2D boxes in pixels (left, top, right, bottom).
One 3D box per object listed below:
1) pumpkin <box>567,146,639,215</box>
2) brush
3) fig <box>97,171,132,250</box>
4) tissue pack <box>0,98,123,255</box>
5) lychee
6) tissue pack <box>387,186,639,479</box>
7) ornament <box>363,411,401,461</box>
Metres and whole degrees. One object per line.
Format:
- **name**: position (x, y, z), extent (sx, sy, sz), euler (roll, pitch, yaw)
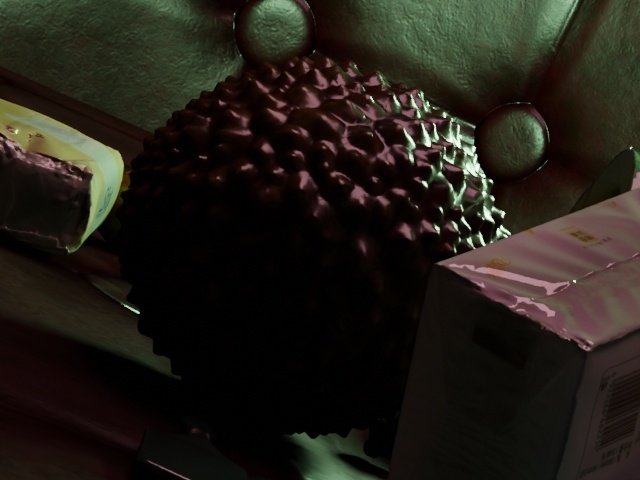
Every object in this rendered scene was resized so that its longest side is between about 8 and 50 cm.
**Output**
- **pumpkin**: position (0.306, 0.084, 1.784), extent (0.197, 0.293, 0.263), euler (27, -14, -7)
- **brush**: position (-0.070, 0.119, 1.074), extent (0.063, 0.016, 0.193), euler (25, 5, -3)
- **fig**: position (-0.160, -0.027, 1.746), extent (0.084, 0.082, 0.098), euler (53, -35, -4)
- **tissue pack**: position (-0.265, -0.064, 1.612), extent (0.186, 0.090, 0.222), euler (24, 5, -1)
- **lychee**: position (0.000, 0.000, 1.247), extent (0.267, 0.267, 0.267), euler (25, 5, -2)
- **tissue pack**: position (0.159, 0.087, 1.145), extent (0.124, 0.185, 0.225), euler (31, 32, 32)
- **ornament**: position (0.129, 0.155, 1.299), extent (0.203, 0.081, 0.088), euler (26, 5, 16)
